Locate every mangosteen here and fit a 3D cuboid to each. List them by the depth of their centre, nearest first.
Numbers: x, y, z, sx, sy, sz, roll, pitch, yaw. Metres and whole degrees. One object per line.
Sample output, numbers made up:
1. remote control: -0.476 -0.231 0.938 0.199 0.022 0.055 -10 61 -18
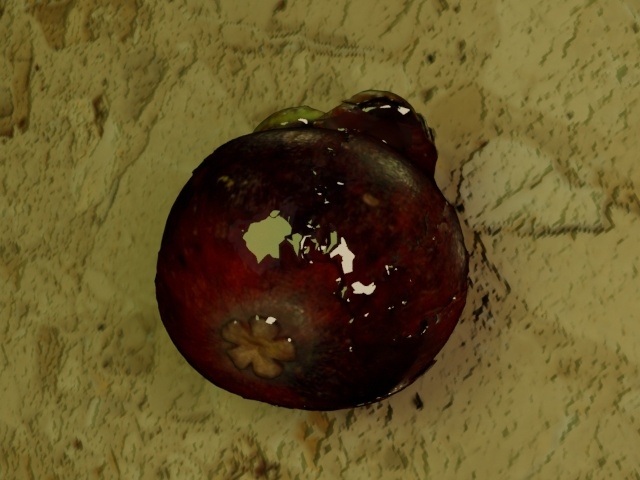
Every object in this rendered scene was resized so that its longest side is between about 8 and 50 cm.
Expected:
1. mangosteen: 0.000 0.000 0.930 0.166 0.166 0.180 -15 40 30
